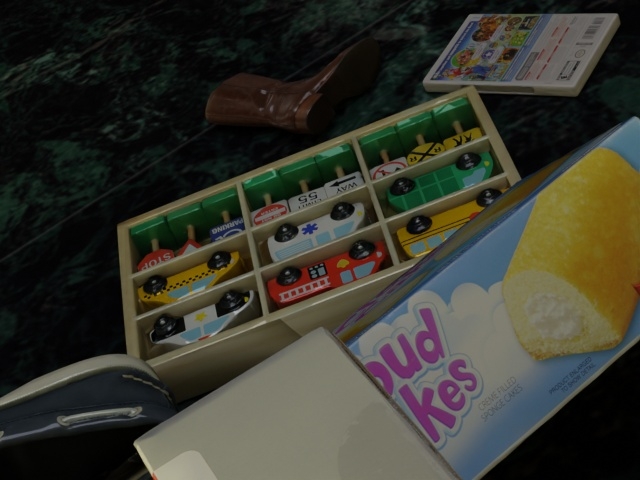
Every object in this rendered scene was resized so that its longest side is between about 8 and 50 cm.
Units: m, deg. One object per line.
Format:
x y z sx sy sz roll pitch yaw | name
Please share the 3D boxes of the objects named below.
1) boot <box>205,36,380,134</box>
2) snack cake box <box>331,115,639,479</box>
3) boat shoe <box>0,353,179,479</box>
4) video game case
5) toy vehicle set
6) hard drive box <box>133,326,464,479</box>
-0.023 -0.121 1.139 0.114 0.037 0.106 9 45 43 | boot
0.062 0.061 0.754 0.264 0.089 0.152 -38 2 -19 | snack cake box
-0.196 0.150 0.845 0.255 0.095 0.079 -21 24 -12 | boat shoe
0.145 -0.136 1.079 0.122 0.011 0.087 6 46 34 | video game case
0.000 0.000 0.968 0.267 0.035 0.166 -21 36 3 | toy vehicle set
0.041 0.175 0.559 0.089 0.232 0.181 -31 36 -10 | hard drive box
